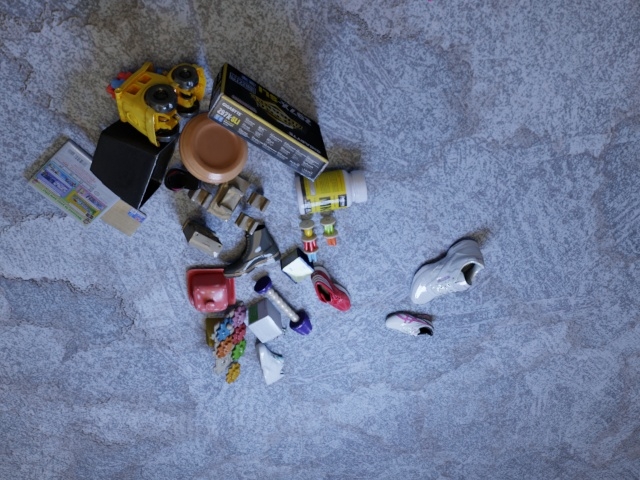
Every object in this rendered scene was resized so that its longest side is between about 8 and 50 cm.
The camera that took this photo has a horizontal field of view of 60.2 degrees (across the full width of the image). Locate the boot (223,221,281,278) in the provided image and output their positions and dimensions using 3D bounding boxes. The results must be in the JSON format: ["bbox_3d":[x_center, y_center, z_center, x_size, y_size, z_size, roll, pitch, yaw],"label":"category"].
[{"bbox_3d":[-0.243,0.030,1.797,0.197,0.077,0.137,-25,120,-7],"label":"boot"}]

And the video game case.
[{"bbox_3d":[-0.710,-0.160,1.621,0.193,0.023,0.212,-38,117,17],"label":"video game case"}]

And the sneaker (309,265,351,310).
[{"bbox_3d":[0.036,0.200,1.905,0.087,0.128,0.221,-36,119,17],"label":"sneaker"}]

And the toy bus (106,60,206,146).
[{"bbox_3d":[-0.435,-0.388,1.437,0.211,0.220,0.149,30,151,7],"label":"toy bus"}]

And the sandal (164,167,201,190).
[{"bbox_3d":[-0.408,-0.173,1.590,0.040,0.179,0.067,-15,106,-43],"label":"sandal"}]

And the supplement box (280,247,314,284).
[{"bbox_3d":[-0.078,0.086,1.857,0.083,0.056,0.083,-36,121,15],"label":"supplement box"}]

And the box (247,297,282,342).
[{"bbox_3d":[-0.195,0.282,1.944,0.087,0.101,0.102,-27,123,10],"label":"box"}]

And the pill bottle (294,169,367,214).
[{"bbox_3d":[0.031,-0.151,1.677,0.208,0.119,0.119,-9,124,-1],"label":"pill bottle"}]

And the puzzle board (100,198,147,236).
[{"bbox_3d":[-0.615,-0.078,1.703,0.128,0.011,0.096,36,111,-27],"label":"puzzle board"}]

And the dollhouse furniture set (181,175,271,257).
[{"bbox_3d":[-0.312,-0.093,1.687,0.212,0.161,0.242,30,93,-25],"label":"dollhouse furniture set"}]

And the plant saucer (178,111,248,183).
[{"bbox_3d":[-0.292,-0.260,1.539,0.199,0.037,0.200,1,89,-28],"label":"plant saucer"}]

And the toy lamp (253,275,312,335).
[{"bbox_3d":[-0.122,0.237,1.939,0.080,0.080,0.275,-32,123,13],"label":"toy lamp"}]

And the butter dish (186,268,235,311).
[{"bbox_3d":[-0.367,0.185,1.846,0.159,0.118,0.160,0,124,-7],"label":"butter dish"}]

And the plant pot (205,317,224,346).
[{"bbox_3d":[-0.370,0.334,1.966,0.081,0.083,0.082,1,124,-8],"label":"plant pot"}]

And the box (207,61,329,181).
[{"bbox_3d":[-0.137,-0.317,1.462,0.322,0.257,0.079,30,114,-23],"label":"box"}]

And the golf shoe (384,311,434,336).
[{"bbox_3d":[0.333,0.315,2.050,0.186,0.086,0.068,4,124,-8],"label":"golf shoe"}]

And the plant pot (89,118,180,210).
[{"bbox_3d":[-0.518,-0.230,1.524,0.166,0.188,0.187,27,117,-7],"label":"plant pot"}]

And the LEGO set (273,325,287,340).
[{"bbox_3d":[-0.153,0.346,2.039,0.054,0.023,0.083,24,117,-21],"label":"LEGO set"}]

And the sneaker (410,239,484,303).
[{"bbox_3d":[0.431,0.130,1.900,0.114,0.152,0.305,33,115,-28],"label":"sneaker"}]

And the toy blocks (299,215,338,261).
[{"bbox_3d":[0.000,0.000,1.812,0.123,0.054,0.148,-10,124,-1],"label":"toy blocks"}]

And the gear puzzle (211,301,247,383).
[{"bbox_3d":[-0.313,0.394,1.969,0.044,0.175,0.339,21,126,23],"label":"gear puzzle"}]

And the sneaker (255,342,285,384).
[{"bbox_3d":[-0.185,0.454,2.087,0.094,0.080,0.212,-18,132,-10],"label":"sneaker"}]
